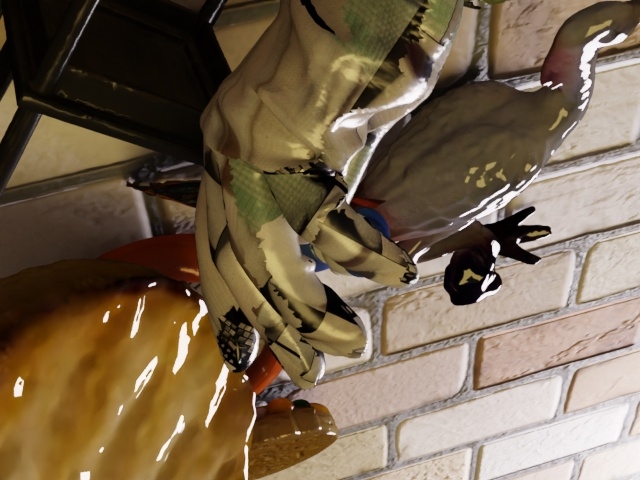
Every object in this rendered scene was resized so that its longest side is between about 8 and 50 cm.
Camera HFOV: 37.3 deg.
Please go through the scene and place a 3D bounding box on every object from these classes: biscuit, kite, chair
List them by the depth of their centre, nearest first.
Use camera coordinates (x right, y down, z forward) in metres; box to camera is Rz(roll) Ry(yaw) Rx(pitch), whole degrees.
[{"bbox_3d":[-0.101,-0.101,0.498,0.141,0.154,0.260,17,123,-35],"label":"chair"},{"bbox_3d":[-0.050,-0.029,0.610,0.189,0.232,0.009,5,99,22],"label":"kite"},{"bbox_3d":[-0.167,0.154,0.614,0.296,0.102,0.296,-18,114,-46],"label":"biscuit"},{"bbox_3d":[-0.065,0.177,0.850,0.170,0.050,0.170,-18,158,-7],"label":"biscuit"}]

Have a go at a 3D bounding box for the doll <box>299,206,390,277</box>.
[{"bbox_3d":[0.000,0.000,0.662,0.099,0.143,0.057,36,72,-37],"label":"doll"}]

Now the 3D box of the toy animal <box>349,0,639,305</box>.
[{"bbox_3d":[0.121,-0.066,0.674,0.195,0.090,0.324,-9,146,-23],"label":"toy animal"}]

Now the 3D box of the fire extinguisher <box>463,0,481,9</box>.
[{"bbox_3d":[0.090,-0.179,0.594,0.038,0.025,0.083,-11,137,-10],"label":"fire extinguisher"}]

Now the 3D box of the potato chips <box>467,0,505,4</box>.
[{"bbox_3d":[0.096,-0.199,0.519,0.228,0.059,0.167,-22,133,-18],"label":"potato chips"}]

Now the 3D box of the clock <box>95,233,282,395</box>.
[{"bbox_3d":[-0.116,0.075,0.742,0.205,0.051,0.205,-12,135,-12],"label":"clock"}]

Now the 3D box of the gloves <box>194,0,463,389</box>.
[{"bbox_3d":[-0.008,-0.034,0.423,0.111,0.127,0.212,24,107,-28],"label":"gloves"}]
